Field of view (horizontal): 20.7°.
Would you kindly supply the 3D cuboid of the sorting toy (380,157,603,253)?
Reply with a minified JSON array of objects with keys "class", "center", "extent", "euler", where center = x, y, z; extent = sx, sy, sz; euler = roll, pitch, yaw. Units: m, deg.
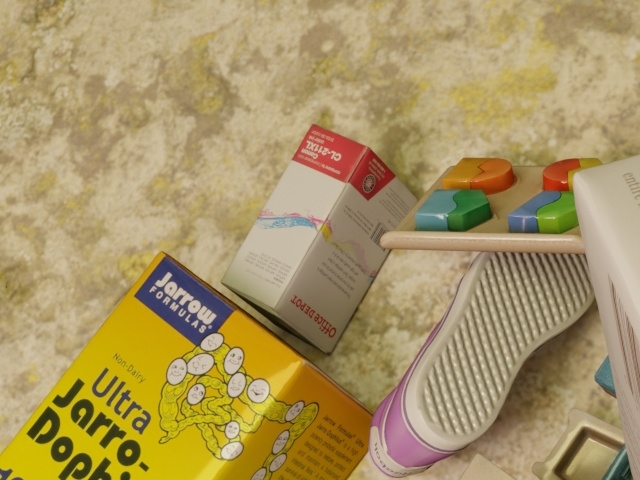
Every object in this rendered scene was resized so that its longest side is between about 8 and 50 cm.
[{"class":"sorting toy","center":[0.174,-0.036,1.542],"extent":[0.193,0.208,0.038],"euler":[1,110,25]}]

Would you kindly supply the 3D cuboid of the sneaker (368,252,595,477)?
[{"class":"sneaker","center":[0.132,0.096,1.552],"extent":[0.102,0.161,0.282],"euler":[43,56,4]}]

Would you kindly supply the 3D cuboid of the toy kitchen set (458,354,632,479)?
[{"class":"toy kitchen set","center":[0.231,0.172,1.435],"extent":[0.122,0.166,0.207],"euler":[31,84,31]}]

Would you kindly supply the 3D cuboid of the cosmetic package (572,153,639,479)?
[{"class":"cosmetic package","center":[0.419,0.109,1.181],"extent":[0.394,0.327,0.329],"euler":[-16,36,3]}]

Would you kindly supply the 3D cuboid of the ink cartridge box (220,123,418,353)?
[{"class":"ink cartridge box","center":[0.000,0.000,1.635],"extent":[0.072,0.127,0.175],"euler":[26,81,32]}]

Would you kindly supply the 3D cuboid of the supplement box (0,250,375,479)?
[{"class":"supplement box","center":[-0.147,0.226,1.567],"extent":[0.194,0.195,0.356],"euler":[35,85,31]}]
